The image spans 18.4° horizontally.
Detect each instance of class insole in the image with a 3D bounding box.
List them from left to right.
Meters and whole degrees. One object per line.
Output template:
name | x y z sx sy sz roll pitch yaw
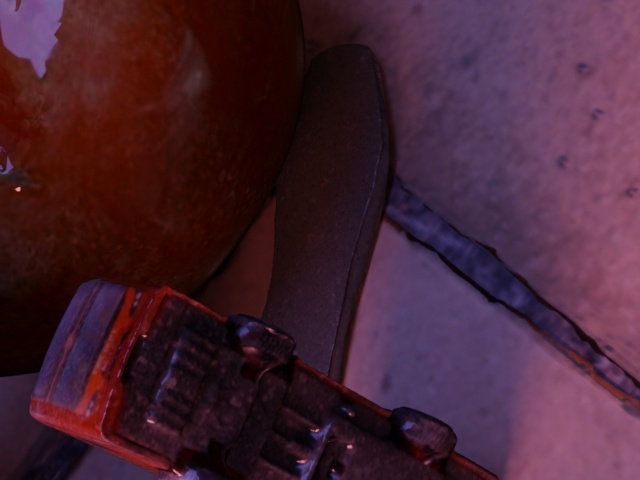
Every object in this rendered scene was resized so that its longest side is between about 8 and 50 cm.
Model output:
insole | 0.000 0.000 0.856 0.063 0.010 0.192 -8 63 39

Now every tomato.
tomato | -0.134 -0.075 0.864 0.270 0.222 0.270 -1 86 23

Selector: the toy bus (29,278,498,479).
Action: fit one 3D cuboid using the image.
toy bus | -0.017 0.074 0.703 0.077 0.192 0.065 7 71 48
